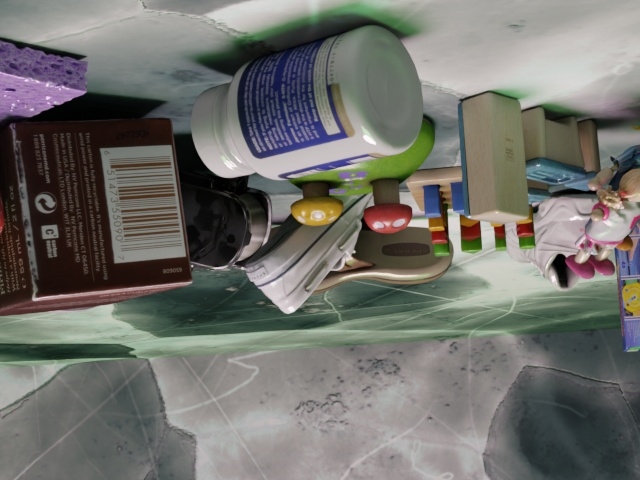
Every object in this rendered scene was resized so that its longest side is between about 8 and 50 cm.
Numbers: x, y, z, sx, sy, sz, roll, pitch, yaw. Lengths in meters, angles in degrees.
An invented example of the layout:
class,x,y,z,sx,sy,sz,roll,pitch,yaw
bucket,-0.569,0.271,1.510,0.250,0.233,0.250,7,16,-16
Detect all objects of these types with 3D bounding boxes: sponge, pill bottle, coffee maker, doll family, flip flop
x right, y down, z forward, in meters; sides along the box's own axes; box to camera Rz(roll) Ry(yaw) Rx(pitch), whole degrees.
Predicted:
class,x,y,z,sx,sy,sz,roll,pitch,yaw
sponge,-0.311,-0.131,1.317,0.117,0.031,0.210,9,165,-41
pill bottle,-0.016,-0.112,1.282,0.186,0.112,0.112,-11,166,35
coffee maker,-0.148,-0.018,1.608,0.171,0.120,0.178,-9,179,7
doll family,0.356,-0.063,1.555,0.263,0.118,0.163,-6,136,-32
flip flop,0.036,0.008,1.934,0.277,0.112,0.080,-1,143,1

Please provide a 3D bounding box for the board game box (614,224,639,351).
class,x,y,z,sx,sy,sz,roll,pitch,yaw
board game box,0.449,0.038,1.899,0.136,0.201,0.035,-3,169,4

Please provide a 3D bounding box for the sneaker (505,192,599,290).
class,x,y,z,sx,sy,sz,roll,pitch,yaw
sneaker,0.302,0.014,1.956,0.090,0.115,0.232,0,168,-12

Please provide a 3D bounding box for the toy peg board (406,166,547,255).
class,x,y,z,sx,sy,sz,roll,pitch,yaw
toy peg board,0.194,-0.034,1.790,0.161,0.079,0.160,-5,168,9

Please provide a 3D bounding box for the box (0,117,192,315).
class,x,y,z,sx,sy,sz,roll,pitch,yaw
box,-0.250,-0.019,1.454,0.167,0.168,0.203,-6,175,-32

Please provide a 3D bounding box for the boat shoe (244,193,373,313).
class,x,y,z,sx,sy,sz,roll,pitch,yaw
boat shoe,0.000,0.000,1.634,0.083,0.076,0.226,-17,-160,48

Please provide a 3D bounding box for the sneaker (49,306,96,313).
class,x,y,z,sx,sy,sz,roll,pitch,yaw
sneaker,-0.326,0.012,1.772,0.321,0.125,0.180,5,167,-34

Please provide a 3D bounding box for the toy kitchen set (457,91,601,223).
class,x,y,z,sx,sy,sz,roll,pitch,yaw
toy kitchen set,0.182,-0.060,1.552,0.207,0.122,0.166,9,163,-44

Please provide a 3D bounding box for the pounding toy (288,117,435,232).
class,x,y,z,sx,sy,sz,roll,pitch,yaw
pounding toy,0.017,-0.065,1.521,0.183,0.110,0.237,-10,167,31

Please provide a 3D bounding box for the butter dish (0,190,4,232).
class,x,y,z,sx,sy,sz,roll,pitch,yaw
butter dish,-0.343,-0.052,1.328,0.118,0.160,0.160,-36,150,28
